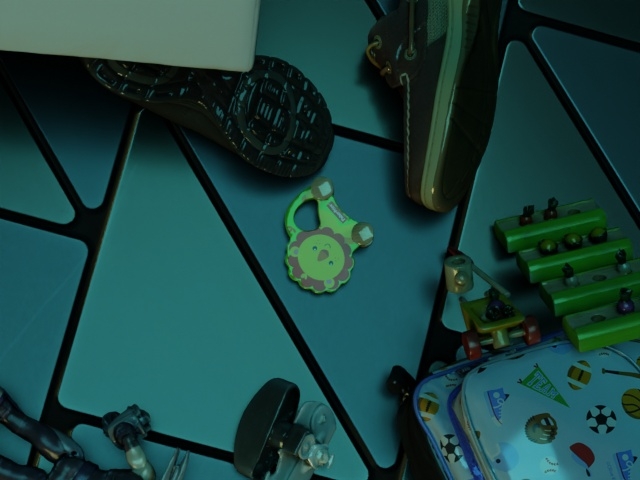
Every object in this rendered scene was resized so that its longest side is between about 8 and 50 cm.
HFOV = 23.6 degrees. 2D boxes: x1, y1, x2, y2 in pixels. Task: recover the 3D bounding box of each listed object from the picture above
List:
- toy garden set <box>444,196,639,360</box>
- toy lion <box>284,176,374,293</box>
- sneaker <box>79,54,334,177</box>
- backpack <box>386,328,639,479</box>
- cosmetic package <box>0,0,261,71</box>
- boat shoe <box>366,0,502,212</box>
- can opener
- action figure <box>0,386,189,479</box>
[{"bbox_3d":[0.209,0.026,1.471,0.203,0.244,0.049,-13,118,-8],"label":"toy garden set"},{"bbox_3d":[0.000,0.000,1.558,0.096,0.034,0.100,-41,85,-3],"label":"toy lion"},{"bbox_3d":[-0.114,-0.154,1.537,0.286,0.130,0.109,29,86,-22],"label":"sneaker"},{"bbox_3d":[0.234,0.200,1.460,0.263,0.213,0.277,-18,79,-19],"label":"backpack"},{"bbox_3d":[-0.196,-0.412,1.387,0.327,0.329,0.394,5,46,-5],"label":"cosmetic package"},{"bbox_3d":[0.110,-0.198,1.573,0.123,0.123,0.342,3,84,26],"label":"boat shoe"},{"bbox_3d":[-0.067,0.275,1.489,0.093,0.074,0.280,16,74,33],"label":"can opener"},{"bbox_3d":[-0.249,0.221,1.464,0.285,0.099,0.185,32,71,-3],"label":"action figure"}]
